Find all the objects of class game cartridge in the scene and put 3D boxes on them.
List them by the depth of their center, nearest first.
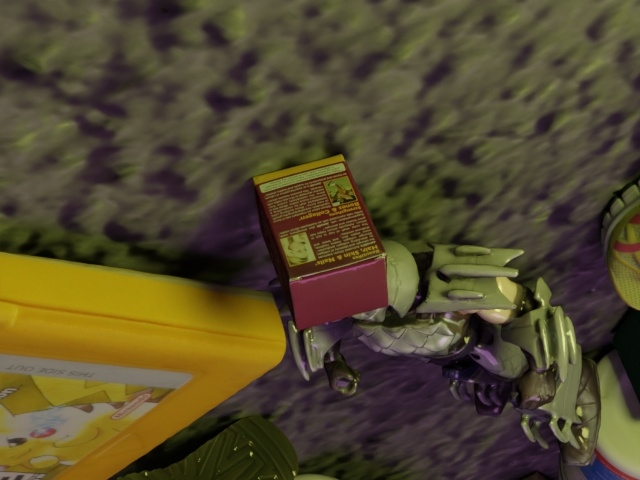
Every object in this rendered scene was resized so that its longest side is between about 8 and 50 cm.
[{"bbox_3d":[-0.228,0.094,0.892,0.323,0.053,0.285,8,146,-43],"label":"game cartridge"}]

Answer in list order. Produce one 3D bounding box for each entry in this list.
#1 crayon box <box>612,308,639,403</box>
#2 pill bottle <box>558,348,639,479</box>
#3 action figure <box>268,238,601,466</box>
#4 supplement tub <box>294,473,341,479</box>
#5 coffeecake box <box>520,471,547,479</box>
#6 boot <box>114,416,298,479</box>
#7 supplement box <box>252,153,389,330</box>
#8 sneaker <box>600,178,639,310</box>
[{"bbox_3d":[0.359,0.012,1.093,0.202,0.081,0.318,-10,152,-18],"label":"crayon box"},{"bbox_3d":[0.268,0.181,1.303,0.124,0.124,0.221,-15,153,-7],"label":"pill bottle"},{"bbox_3d":[0.085,0.064,0.961,0.185,0.099,0.285,9,169,34],"label":"action figure"},{"bbox_3d":[0.028,0.284,1.319,0.144,0.144,0.199,-30,151,21],"label":"supplement tub"},{"bbox_3d":[0.178,0.323,1.528,0.185,0.068,0.142,-30,132,22],"label":"coffeecake box"},{"bbox_3d":[-0.152,0.257,1.163,0.236,0.089,0.269,-22,162,-45],"label":"boot"},{"bbox_3d":[0.000,0.000,0.836,0.055,0.083,0.043,-14,137,-7],"label":"supplement box"},{"bbox_3d":[0.239,-0.002,0.968,0.081,0.094,0.208,-1,148,-13],"label":"sneaker"}]
